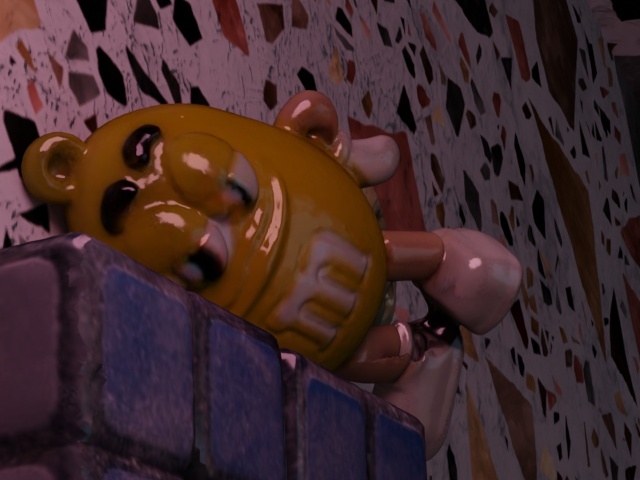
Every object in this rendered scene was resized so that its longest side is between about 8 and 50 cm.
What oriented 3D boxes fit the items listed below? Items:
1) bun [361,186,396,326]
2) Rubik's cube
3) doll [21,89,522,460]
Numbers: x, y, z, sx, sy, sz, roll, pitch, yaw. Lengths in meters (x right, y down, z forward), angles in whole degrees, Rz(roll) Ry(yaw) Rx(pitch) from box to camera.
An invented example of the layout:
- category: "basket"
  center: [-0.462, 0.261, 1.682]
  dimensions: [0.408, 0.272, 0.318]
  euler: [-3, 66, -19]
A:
- category: "bun"
  center: [0.000, 0.000, 1.432]
  dimensions: [0.229, 0.145, 0.229]
  euler: [37, 47, -52]
- category: "Rubik's cube"
  center: [-0.156, 0.225, 0.715]
  dimensions: [0.337, 0.344, 0.344]
  euler: [36, 47, -57]
- category: "doll"
  center: [-0.025, 0.049, 1.247]
  dimensions: [0.423, 0.161, 0.348]
  euler: [-12, 102, -33]
